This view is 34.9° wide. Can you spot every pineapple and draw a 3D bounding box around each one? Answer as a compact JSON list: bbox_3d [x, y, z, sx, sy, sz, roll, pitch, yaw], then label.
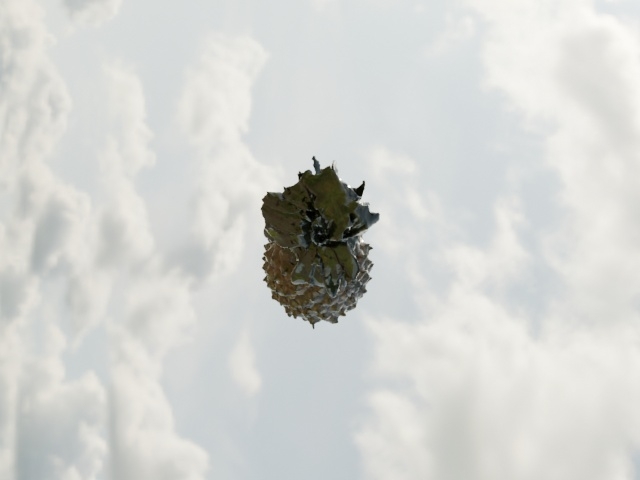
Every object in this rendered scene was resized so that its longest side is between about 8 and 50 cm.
[{"bbox_3d":[0.000,0.000,0.589,0.159,0.074,0.074,94,-8,-73],"label":"pineapple"}]
